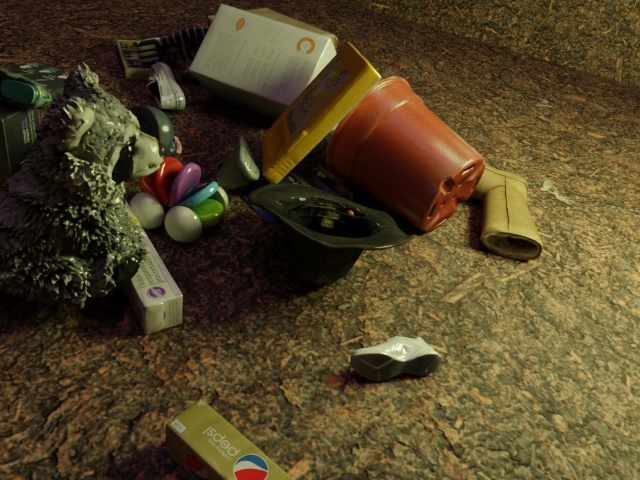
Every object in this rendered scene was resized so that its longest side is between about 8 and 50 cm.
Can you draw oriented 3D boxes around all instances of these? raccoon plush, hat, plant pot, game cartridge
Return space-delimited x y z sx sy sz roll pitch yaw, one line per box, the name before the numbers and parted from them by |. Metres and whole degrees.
raccoon plush | -0.434 -0.051 0.756 0.446 0.299 0.216 -24 47 -23
hat | 0.000 0.000 1.016 0.331 0.134 0.331 16 17 -5
plant pot | 0.201 -0.176 1.223 0.272 0.272 0.265 -25 58 -40
game cartridge | -0.017 -0.300 1.255 0.052 0.323 0.285 41 16 -24

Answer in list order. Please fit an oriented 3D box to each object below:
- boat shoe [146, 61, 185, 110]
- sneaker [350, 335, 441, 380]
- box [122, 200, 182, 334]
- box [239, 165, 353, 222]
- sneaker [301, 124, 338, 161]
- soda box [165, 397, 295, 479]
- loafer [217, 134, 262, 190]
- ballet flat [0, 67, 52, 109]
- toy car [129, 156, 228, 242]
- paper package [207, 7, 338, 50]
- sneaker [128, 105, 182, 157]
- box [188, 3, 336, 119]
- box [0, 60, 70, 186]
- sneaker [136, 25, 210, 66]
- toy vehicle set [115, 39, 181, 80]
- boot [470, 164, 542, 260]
boat shoe | -0.453 -0.440 1.544 0.075 0.083 0.226 -12 42 -31
sneaker | 0.113 0.184 0.869 0.152 0.054 0.061 3 26 -22
box | -0.326 0.026 0.946 0.063 0.067 0.324 -15 44 -30
box | -0.054 -0.108 1.237 0.225 0.037 0.136 -17 44 -32
sneaker | 0.039 -0.288 1.457 0.297 0.111 0.129 -7 34 -25
soda box | -0.106 0.277 0.660 0.181 0.061 0.058 32 39 26
loafer | -0.187 -0.169 1.207 0.087 0.094 0.251 -29 14 4
ballet flat | -0.597 -0.294 1.045 0.188 0.070 0.070 25 37 10
toy car | -0.271 -0.093 1.065 0.182 0.136 0.159 20 36 12
paper package | -0.168 -0.640 1.832 0.324 0.168 0.309 32 40 25
sneaker | -0.338 -0.209 1.134 0.131 0.112 0.319 -3 5 -33
box | -0.149 -0.478 1.525 0.345 0.215 0.168 24 -5 16
box | -0.629 -0.250 1.157 0.143 0.165 0.270 17 35 4
sneaker | -0.410 -0.609 1.684 0.281 0.107 0.162 -4 30 1
toy vehicle set | -0.552 -0.577 1.749 0.165 0.035 0.267 -7 39 -24
boot | 0.388 -0.081 1.279 0.236 0.089 0.270 10 38 8
